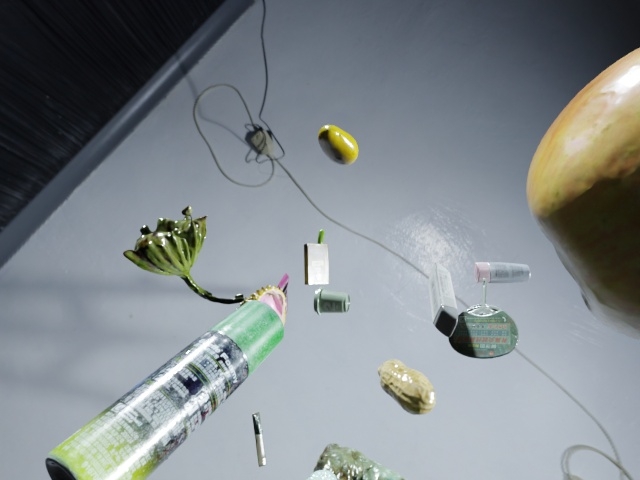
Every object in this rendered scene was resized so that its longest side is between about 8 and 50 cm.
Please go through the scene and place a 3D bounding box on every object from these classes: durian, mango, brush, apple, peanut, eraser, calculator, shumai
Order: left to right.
[{"bbox_3d":[-0.229,0.753,1.642,0.034,0.027,0.191,1,73,-36],"label":"brush"},{"bbox_3d":[-0.174,0.215,1.342,0.165,0.182,0.132,-53,54,36],"label":"durian"},{"bbox_3d":[-0.167,0.250,1.865,0.034,0.127,0.191,7,113,9],"label":"calculator"},{"bbox_3d":[0.047,-0.274,1.231,0.103,0.161,0.076,9,73,32],"label":"mango"},{"bbox_3d":[0.132,0.812,1.311,0.323,0.398,0.324,3,55,16],"label":"shumai"},{"bbox_3d":[0.314,0.537,1.629,0.153,0.325,0.140,-5,99,-17],"label":"peanut"},{"bbox_3d":[0.425,0.198,1.514,0.061,0.352,0.089,17,117,2],"label":"eraser"},{"bbox_3d":[0.470,-0.058,0.560,0.346,0.391,0.392,-29,70,17],"label":"apple"}]

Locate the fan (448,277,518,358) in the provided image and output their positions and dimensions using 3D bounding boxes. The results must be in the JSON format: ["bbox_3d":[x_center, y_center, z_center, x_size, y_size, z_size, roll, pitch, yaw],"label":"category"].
[{"bbox_3d":[0.536,0.283,1.494,0.223,0.012,0.294,-29,41,11],"label":"fan"}]

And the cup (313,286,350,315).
[{"bbox_3d":[0.048,0.257,1.799,0.141,0.120,0.120,4,74,14],"label":"cup"}]

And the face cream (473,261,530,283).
[{"bbox_3d":[0.692,0.125,1.657,0.198,0.057,0.084,1,66,3],"label":"face cream"}]

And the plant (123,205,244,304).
[{"bbox_3d":[-0.390,0.089,1.226,0.250,0.180,0.334,-22,102,-1],"label":"plant"}]

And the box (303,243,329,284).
[{"bbox_3d":[-0.013,0.077,1.416,0.023,0.090,0.134,-6,86,50],"label":"box"}]

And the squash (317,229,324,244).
[{"bbox_3d":[0.000,0.000,1.689,0.027,0.027,0.089,4,75,10],"label":"squash"}]

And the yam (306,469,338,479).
[{"bbox_3d":[0.033,0.455,0.686,0.068,0.068,0.170,-28,98,0],"label":"yam"}]

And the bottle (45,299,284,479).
[{"bbox_3d":[-0.173,0.195,0.572,0.093,0.093,0.330,32,37,16],"label":"bottle"}]
